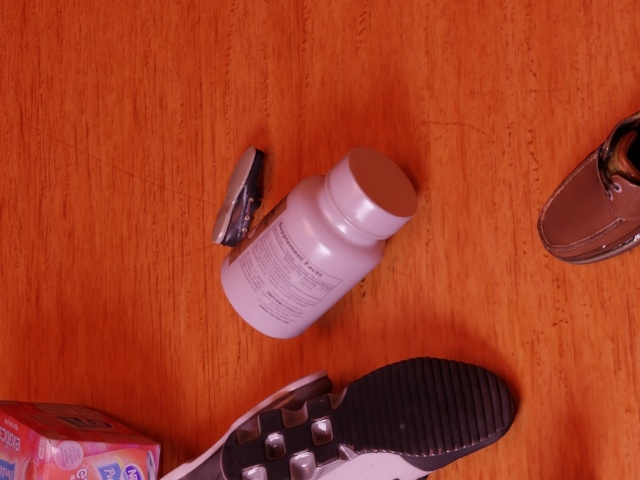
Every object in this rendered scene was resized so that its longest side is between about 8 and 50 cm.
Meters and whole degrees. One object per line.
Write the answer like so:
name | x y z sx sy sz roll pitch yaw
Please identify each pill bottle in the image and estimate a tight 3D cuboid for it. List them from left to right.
pill bottle | 0.000 0.000 1.928 0.229 0.131 0.131 -43 57 33

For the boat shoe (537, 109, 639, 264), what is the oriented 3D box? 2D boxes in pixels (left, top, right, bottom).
boat shoe | 0.313 -0.079 1.641 0.307 0.104 0.110 -39 59 35

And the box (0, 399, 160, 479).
box | -0.331 0.298 2.155 0.300 0.154 0.142 10 94 62

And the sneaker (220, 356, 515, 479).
sneaker | 0.068 0.226 1.856 0.331 0.146 0.122 -15 54 19

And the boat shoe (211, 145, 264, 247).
boat shoe | -0.096 -0.054 2.097 0.049 0.042 0.133 -134 61 -67

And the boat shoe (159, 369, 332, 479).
boat shoe | -0.076 0.262 2.000 0.335 0.112 0.095 -41 75 41
